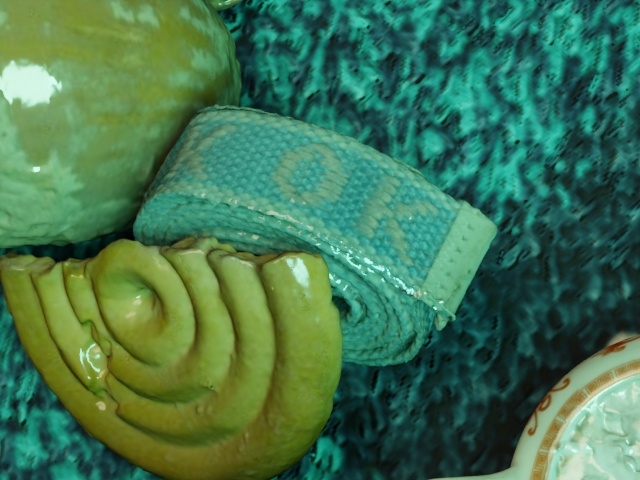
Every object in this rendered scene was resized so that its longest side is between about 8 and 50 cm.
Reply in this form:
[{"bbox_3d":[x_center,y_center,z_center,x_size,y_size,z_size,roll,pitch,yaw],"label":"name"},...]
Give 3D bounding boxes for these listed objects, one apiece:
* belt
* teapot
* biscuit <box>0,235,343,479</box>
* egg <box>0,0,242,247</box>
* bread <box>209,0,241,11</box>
[{"bbox_3d":[-0.008,-0.003,0.991,0.163,0.147,0.082,31,64,-1],"label":"belt"},{"bbox_3d":[0.151,0.118,0.869,0.245,0.116,0.159,-12,71,16],"label":"teapot"},{"bbox_3d":[-0.077,0.064,0.991,0.224,0.144,0.033,2,23,40],"label":"biscuit"},{"bbox_3d":[-0.165,-0.094,1.070,0.245,0.203,0.203,7,62,-7],"label":"egg"},{"bbox_3d":[-0.127,-0.158,1.177,0.214,0.073,0.053,-12,18,19],"label":"bread"}]
